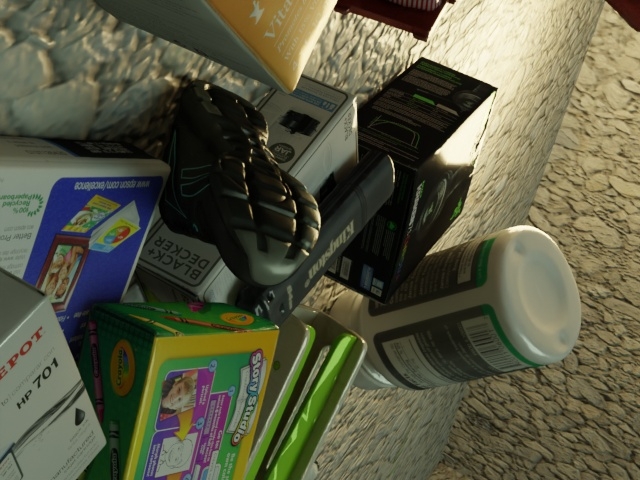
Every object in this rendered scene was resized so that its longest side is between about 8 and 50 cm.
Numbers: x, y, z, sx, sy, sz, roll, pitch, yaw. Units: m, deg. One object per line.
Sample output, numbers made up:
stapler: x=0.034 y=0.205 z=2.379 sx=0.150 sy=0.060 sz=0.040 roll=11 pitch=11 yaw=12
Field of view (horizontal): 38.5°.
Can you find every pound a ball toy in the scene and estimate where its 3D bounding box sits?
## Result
pound a ball toy: x=-0.087 y=0.189 z=1.192 sx=0.208 sy=0.136 sz=0.319 roll=18 pitch=98 yaw=-45

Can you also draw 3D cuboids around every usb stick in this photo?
usb stick: x=0.000 y=0.000 z=0.988 sx=0.278 sy=0.045 sz=0.077 roll=-48 pitch=157 yaw=-37

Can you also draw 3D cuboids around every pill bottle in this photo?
pill bottle: x=0.192 y=0.118 z=1.401 sx=0.204 sy=0.361 sz=0.204 roll=18 pitch=63 yaw=-40

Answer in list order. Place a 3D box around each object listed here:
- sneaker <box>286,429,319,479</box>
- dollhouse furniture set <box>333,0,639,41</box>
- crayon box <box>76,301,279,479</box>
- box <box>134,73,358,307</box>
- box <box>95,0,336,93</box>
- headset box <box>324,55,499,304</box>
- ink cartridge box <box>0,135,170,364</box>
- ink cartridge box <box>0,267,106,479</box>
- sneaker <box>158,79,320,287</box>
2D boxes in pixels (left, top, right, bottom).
sneaker: x=-0.067 y=0.360 z=1.457 sx=0.108 sy=0.100 sz=0.271 roll=-50 pitch=157 yaw=-20
dollhouse furniture set: x=0.211 y=-0.302 z=0.928 sx=0.152 sy=0.374 sz=0.201 roll=-56 pitch=158 yaw=-33
crayon box: x=-0.142 y=0.196 z=0.794 sx=0.165 sy=0.081 sz=0.278 roll=5 pitch=100 yaw=-57
box: x=-0.069 y=-0.024 z=0.984 sx=0.290 sy=0.087 sz=0.169 roll=-55 pitch=159 yaw=-26
box: x=-0.089 y=-0.261 z=0.518 sx=0.215 sy=0.168 sz=0.345 roll=-63 pitch=160 yaw=-2
headset box: x=0.124 y=-0.094 z=1.319 sx=0.283 sy=0.131 sz=0.246 roll=-45 pitch=153 yaw=-44
ink cartridge box: x=-0.258 y=0.073 z=0.665 sx=0.307 sy=0.072 sz=0.303 roll=-66 pitch=162 yaw=13
ink cartridge box: x=-0.226 y=0.119 z=0.584 sx=0.139 sy=0.082 sz=0.190 roll=-51 pitch=158 yaw=-32
sneaker: x=-0.077 y=-0.033 z=0.769 sx=0.101 sy=0.267 sz=0.106 roll=22 pitch=115 yaw=-28
